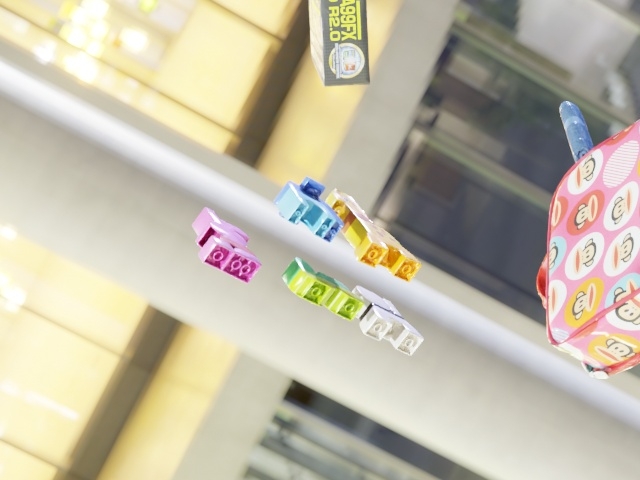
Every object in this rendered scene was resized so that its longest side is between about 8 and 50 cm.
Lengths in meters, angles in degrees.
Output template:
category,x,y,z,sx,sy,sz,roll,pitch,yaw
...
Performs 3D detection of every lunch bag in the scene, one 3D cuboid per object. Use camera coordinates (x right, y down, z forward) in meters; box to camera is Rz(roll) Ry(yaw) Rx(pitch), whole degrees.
category,x,y,z,sx,sy,sz,roll,pitch,yaw
lunch bag,0.353,0.009,2.002,0.258,0.120,0.293,-38,-150,40

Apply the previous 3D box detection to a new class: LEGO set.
category,x,y,z,sx,sy,sz,roll,pitch,yaw
LEGO set,0.000,0.000,1.363,0.087,0.227,0.093,-53,-141,13

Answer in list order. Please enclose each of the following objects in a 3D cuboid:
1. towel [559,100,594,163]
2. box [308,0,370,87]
category,x,y,z,sx,sy,sz,roll,pitch,yaw
towel,0.336,-0.128,2.203,0.029,0.067,0.119,-19,-145,11
box,0.020,-0.318,2.155,0.270,0.060,0.216,-105,-167,-77
